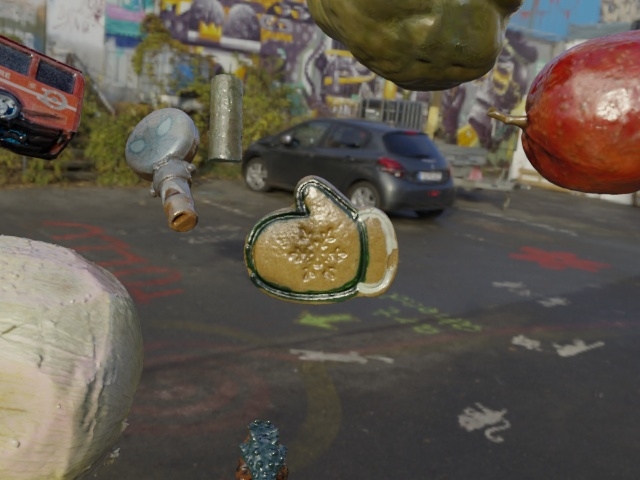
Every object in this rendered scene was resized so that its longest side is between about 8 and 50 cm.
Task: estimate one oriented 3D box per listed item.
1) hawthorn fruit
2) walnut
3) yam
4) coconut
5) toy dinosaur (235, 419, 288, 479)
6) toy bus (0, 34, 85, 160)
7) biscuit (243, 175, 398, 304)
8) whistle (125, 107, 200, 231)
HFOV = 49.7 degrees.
[{"bbox_3d":[0.333,-0.150,0.839,0.254,0.204,0.205,-6,9,10],"label":"hawthorn fruit"},{"bbox_3d":[0.126,-0.344,0.870,0.277,0.281,0.253,20,-17,-13],"label":"walnut"},{"bbox_3d":[-0.182,-0.228,1.324,0.069,0.169,0.068,0,-9,0],"label":"yam"},{"bbox_3d":[-0.322,0.140,0.724,0.255,0.297,0.297,14,8,-16],"label":"coconut"},{"bbox_3d":[-0.052,0.205,0.630,0.049,0.055,0.154,8,8,-9],"label":"toy dinosaur"},{"bbox_3d":[-0.307,-0.137,0.541,0.235,0.096,0.074,23,-36,-34],"label":"toy bus"},{"bbox_3d":[0.000,0.000,1.531,0.344,0.287,0.057,-1,9,3],"label":"biscuit"},{"bbox_3d":[-0.201,-0.099,0.920,0.057,0.107,0.220,47,14,-50],"label":"whistle"}]
